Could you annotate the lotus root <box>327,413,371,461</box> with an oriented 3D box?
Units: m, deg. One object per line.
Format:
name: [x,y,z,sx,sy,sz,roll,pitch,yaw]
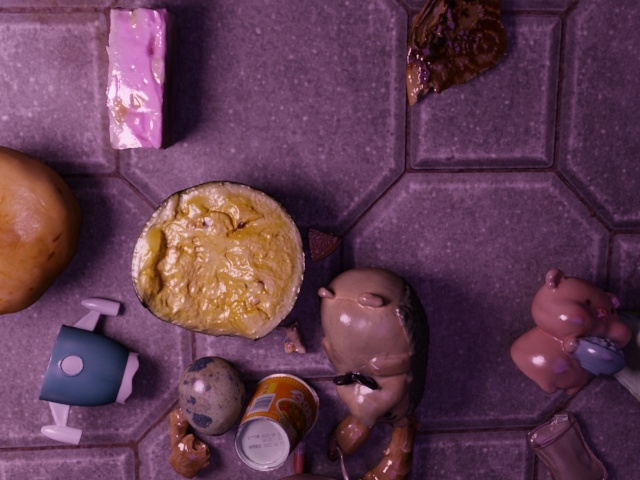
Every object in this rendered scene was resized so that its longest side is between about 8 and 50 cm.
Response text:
lotus root: [0.069,0.440,1.433,0.073,0.062,0.150,43,98,15]

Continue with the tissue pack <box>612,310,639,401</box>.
tissue pack: [0.848,0.263,1.345,0.388,0.287,0.162,1,107,-4]

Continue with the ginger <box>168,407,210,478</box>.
ginger: [-0.293,0.458,1.407,0.096,0.067,0.165,1,101,18]

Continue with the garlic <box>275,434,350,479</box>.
garlic: [-0.073,0.630,1.406,0.340,0.231,0.245,-21,61,-8]

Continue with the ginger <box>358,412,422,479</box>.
ginger: [0.156,0.513,1.440,0.131,0.086,0.294,12,98,-17]

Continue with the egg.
egg: [-0.232,0.337,1.353,0.141,0.141,0.181,-6,107,-3]

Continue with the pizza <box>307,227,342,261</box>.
pizza: [0.000,0.000,1.365,0.083,0.025,0.078,-35,106,-4]

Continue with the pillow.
pillow: [0.588,0.516,1.497,0.131,0.038,0.232,-34,102,0]

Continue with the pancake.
pancake: [0.260,-0.424,1.291,0.257,0.056,0.212,-30,108,-6]

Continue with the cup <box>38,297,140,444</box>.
cup: [-0.475,0.271,1.315,0.173,0.167,0.299,17,74,-16]

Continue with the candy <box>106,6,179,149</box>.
candy: [-0.342,-0.308,1.217,0.116,0.155,0.265,4,101,-8]

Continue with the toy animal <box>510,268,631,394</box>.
toy animal: [0.537,0.209,1.369,0.210,0.229,0.221,17,139,-25]

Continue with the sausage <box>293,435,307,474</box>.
sausage: [-0.045,0.439,1.441,0.029,0.029,0.223,1,100,-4]

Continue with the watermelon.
watermelon: [-0.203,0.041,1.280,0.331,0.189,0.330,1,87,-13]

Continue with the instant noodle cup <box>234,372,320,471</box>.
instant noodle cup: [-0.098,0.390,1.331,0.168,0.185,0.168,2,99,10]

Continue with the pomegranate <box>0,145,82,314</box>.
pomegranate: [-0.622,-0.021,1.174,0.333,0.332,0.332,-1,101,-4]

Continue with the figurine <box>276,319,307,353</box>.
figurine: [-0.063,0.219,1.396,0.051,0.047,0.083,-13,109,14]

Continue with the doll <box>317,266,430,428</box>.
doll: [0.113,0.233,1.318,0.247,0.247,0.349,-15,115,-1]
